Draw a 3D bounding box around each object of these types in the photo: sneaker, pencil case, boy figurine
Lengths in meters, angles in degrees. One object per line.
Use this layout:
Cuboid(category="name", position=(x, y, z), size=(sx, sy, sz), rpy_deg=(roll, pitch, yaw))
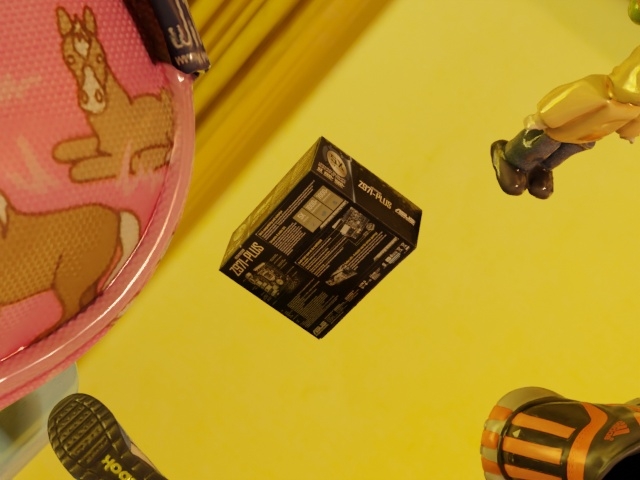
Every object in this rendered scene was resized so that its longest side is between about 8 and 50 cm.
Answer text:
Cuboid(category="sneaker", position=(-0.151, 0.175, 0.933), size=(0.144, 0.053, 0.059), rpy_deg=(44, 165, 20))
Cuboid(category="pencil case", position=(-0.191, -0.057, 0.440), size=(0.160, 0.167, 0.386), rpy_deg=(46, 163, -30))
Cuboid(category="sneaker", position=(0.294, 0.192, 0.999), size=(0.321, 0.124, 0.180), rpy_deg=(7, 180, -38))
Cuboid(category="boy figurine", position=(0.346, -0.150, 1.554), size=(0.177, 0.285, 0.092), rpy_deg=(7, -117, -35))

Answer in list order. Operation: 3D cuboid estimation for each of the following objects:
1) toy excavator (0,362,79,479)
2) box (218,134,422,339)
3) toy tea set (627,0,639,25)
Cuboid(category="toy excavator", position=(-0.295, 0.083, 1.073), size=(0.222, 0.445, 0.432), rpy_deg=(-49, -48, -58))
Cuboid(category="box", position=(0.000, 0.000, 1.385), size=(0.147, 0.180, 0.077), rpy_deg=(35, -147, -13))
Cuboid(category="toy tea set", position=(0.175, -0.168, 0.635), size=(0.200, 0.124, 0.336), rpy_deg=(66, 168, -3))
